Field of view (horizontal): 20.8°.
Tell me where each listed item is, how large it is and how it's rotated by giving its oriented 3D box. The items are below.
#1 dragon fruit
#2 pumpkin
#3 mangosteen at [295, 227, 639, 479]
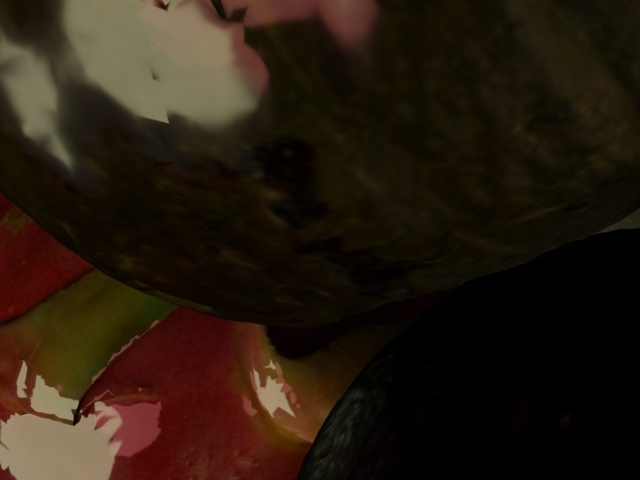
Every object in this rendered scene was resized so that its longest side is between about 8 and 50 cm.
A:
[{"bbox_3d":[-0.044,0.031,0.698,0.224,0.227,0.224,47,-169,-13],"label":"dragon fruit"},{"bbox_3d":[-0.006,-0.108,0.418,0.325,0.232,0.242,7,132,58],"label":"pumpkin"},{"bbox_3d":[0.123,0.128,0.531,0.288,0.288,0.288,42,160,19],"label":"mangosteen"}]
